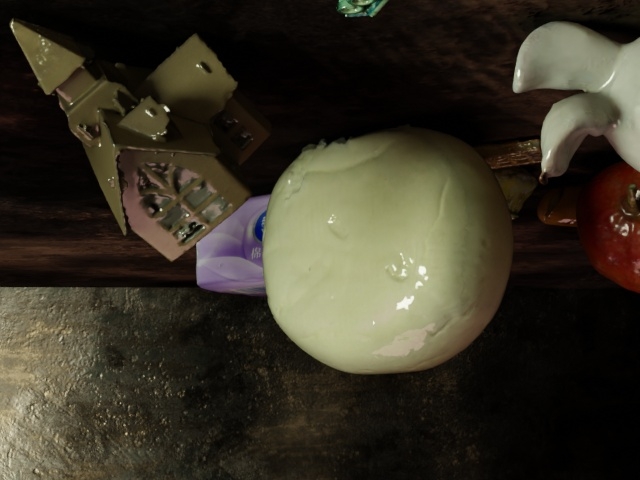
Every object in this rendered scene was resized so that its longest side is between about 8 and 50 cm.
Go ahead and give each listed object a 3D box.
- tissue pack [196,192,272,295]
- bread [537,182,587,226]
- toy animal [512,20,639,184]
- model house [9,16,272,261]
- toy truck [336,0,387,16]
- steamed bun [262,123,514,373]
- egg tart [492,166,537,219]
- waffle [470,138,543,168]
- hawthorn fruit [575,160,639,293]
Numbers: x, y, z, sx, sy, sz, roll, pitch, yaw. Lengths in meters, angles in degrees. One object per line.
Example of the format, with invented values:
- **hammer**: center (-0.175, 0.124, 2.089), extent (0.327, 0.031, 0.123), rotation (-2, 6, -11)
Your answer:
- **tissue pack**: center (0.000, 0.000, 1.710), extent (0.338, 0.160, 0.242), rotation (-9, 170, 36)
- **bread**: center (0.424, -0.056, 1.694), extent (0.189, 0.078, 0.114), rotation (5, -171, -41)
- **toy animal**: center (0.343, -0.128, 0.908), extent (0.247, 0.183, 0.310), rotation (10, 171, -34)
- **model house**: center (-0.179, -0.133, 0.977), extent (0.176, 0.181, 0.248), rotation (-41, 132, 5)
- **toy truck**: center (0.063, -0.200, 0.727), extent (0.081, 0.067, 0.175), rotation (0, 171, -16)
- **steamed bun**: center (0.097, 0.023, 1.393), extent (0.333, 0.312, 0.233), rotation (1, 171, 40)
- **egg tart**: center (0.240, -0.063, 1.607), extent (0.197, 0.078, 0.197), rotation (-3, 173, 0)
- **waffle**: center (0.244, -0.116, 1.447), extent (0.135, 0.021, 0.092), rotation (-6, 171, 24)
- **hawthorn fruit**: center (0.457, -0.029, 1.506), extent (0.205, 0.205, 0.253), rotation (-7, 163, 31)
